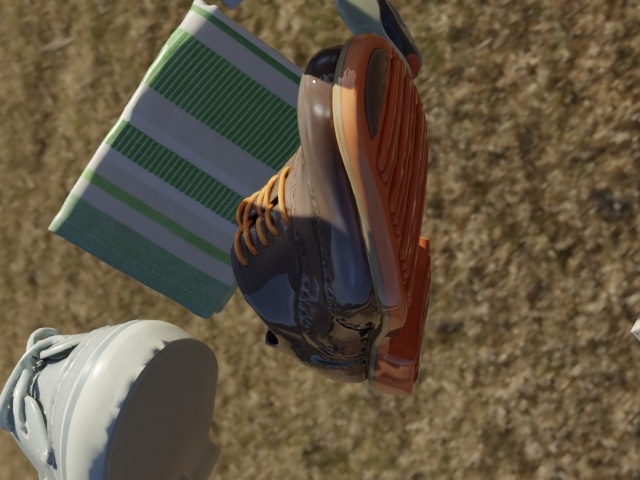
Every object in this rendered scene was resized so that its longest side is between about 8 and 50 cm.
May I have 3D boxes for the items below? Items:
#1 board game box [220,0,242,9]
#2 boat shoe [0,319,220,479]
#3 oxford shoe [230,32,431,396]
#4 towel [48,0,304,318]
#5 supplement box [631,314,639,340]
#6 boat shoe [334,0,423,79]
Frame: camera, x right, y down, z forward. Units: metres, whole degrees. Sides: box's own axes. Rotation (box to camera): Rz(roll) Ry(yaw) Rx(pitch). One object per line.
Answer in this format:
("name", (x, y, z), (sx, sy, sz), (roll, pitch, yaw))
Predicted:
("board game box", (0.006, -0.296, 0.812), (0.097, 0.303, 0.224), (45, -174, -33))
("boat shoe", (-0.092, 0.078, 0.571), (0.081, 0.079, 0.227), (27, 161, 8))
("oxford shoe", (0.000, 0.000, 0.908), (0.132, 0.130, 0.364), (6, 148, 8))
("towel", (-0.140, -0.093, 1.694), (0.248, 0.325, 0.038), (33, 177, -28))
("supplement box", (0.365, 0.070, 1.409), (0.036, 0.062, 0.098), (46, 146, -9))
("boat shoe", (0.058, -0.216, 1.387), (0.049, 0.043, 0.137), (-16, 112, 43))
